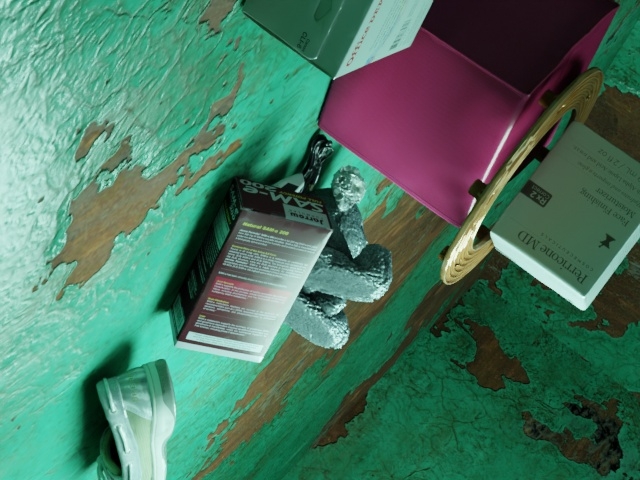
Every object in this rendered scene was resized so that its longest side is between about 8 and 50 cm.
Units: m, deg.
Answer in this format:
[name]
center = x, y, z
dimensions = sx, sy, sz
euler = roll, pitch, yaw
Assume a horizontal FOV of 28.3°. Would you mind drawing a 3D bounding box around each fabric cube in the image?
[fabric cube]
center = 0.189, -0.228, 1.673
dimensions = 0.259, 0.254, 0.258
euler = -42, 161, -37

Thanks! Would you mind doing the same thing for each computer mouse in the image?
[computer mouse]
center = -0.053, -0.065, 1.730
dimensions = 0.193, 0.042, 0.106
euler = -48, 172, -45

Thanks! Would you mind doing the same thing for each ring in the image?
[ring]
center = 0.252, -0.085, 1.633
dimensions = 0.336, 0.032, 0.336
euler = -48, 166, -16

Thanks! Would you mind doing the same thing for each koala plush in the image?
[koala plush]
center = 0.000, 0.000, 1.863
dimensions = 0.196, 0.203, 0.221
euler = -53, -169, 43

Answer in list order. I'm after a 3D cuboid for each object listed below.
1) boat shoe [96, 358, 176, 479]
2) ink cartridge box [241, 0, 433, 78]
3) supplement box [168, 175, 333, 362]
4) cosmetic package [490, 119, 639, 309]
[boat shoe]
center = -0.266, 0.268, 1.738
dimensions = 0.103, 0.118, 0.320
euler = -6, 149, -19
[ink cartridge box]
center = 0.032, -0.265, 1.302
dimensions = 0.176, 0.127, 0.128
euler = -33, 156, -55
[supplement box]
center = -0.094, 0.042, 1.647
dimensions = 0.239, 0.130, 0.073
euler = -60, -151, 31
[cosmetic package]
center = 0.338, -0.029, 1.666
dimensions = 0.184, 0.151, 0.151
euler = -53, 166, -2
